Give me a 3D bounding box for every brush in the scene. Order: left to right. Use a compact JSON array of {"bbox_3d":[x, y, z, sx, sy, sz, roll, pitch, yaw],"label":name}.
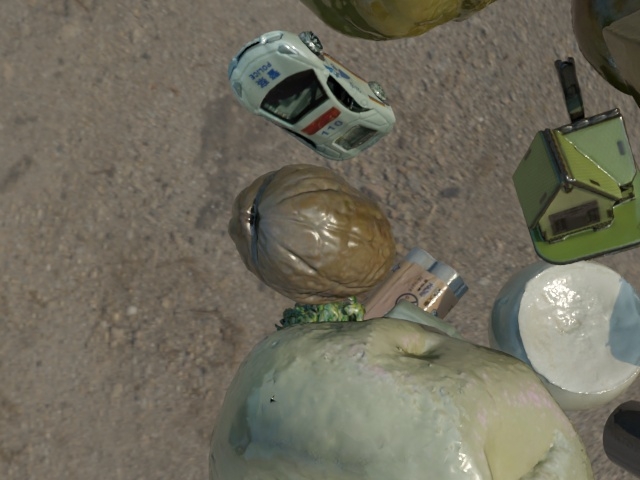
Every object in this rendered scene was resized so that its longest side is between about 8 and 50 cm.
[{"bbox_3d":[0.358,-0.133,0.879,0.059,0.123,0.197,-32,110,13],"label":"brush"}]

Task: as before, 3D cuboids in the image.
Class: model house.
[{"bbox_3d":[0.397,-0.130,1.381,0.205,0.278,0.218,-17,52,11],"label":"model house"}]

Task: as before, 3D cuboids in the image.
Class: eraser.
[{"bbox_3d":[0.168,0.159,1.951,0.171,0.087,0.290,34,74,33],"label":"eraser"}]

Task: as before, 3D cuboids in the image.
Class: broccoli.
[{"bbox_3d":[0.033,0.233,1.587,0.177,0.198,0.275,-50,51,43],"label":"broccoli"}]

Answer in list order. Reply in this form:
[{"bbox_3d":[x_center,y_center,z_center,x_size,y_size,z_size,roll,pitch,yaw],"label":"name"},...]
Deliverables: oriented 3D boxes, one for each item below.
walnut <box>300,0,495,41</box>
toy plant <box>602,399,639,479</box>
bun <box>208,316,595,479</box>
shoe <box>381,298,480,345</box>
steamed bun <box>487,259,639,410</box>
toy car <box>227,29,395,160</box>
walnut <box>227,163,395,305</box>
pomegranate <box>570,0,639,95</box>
[{"bbox_3d":[0.090,-0.332,0.802,0.253,0.282,0.277,-3,111,46],"label":"walnut"},{"bbox_3d":[0.731,0.413,1.692,0.279,0.185,0.400,-53,22,-10],"label":"toy plant"},{"bbox_3d":[0.055,0.155,0.605,0.273,0.273,0.168,3,46,25],"label":"bun"},{"bbox_3d":[0.113,0.131,1.232,0.251,0.103,0.100,5,81,-6],"label":"shoe"},{"bbox_3d":[0.503,0.191,1.834,0.324,0.206,0.324,1,77,-5],"label":"steamed bun"},{"bbox_3d":[-0.006,-0.136,0.874,0.095,0.205,0.056,-33,59,23],"label":"toy car"},{"bbox_3d":[0.000,-0.002,1.113,0.178,0.230,0.178,-19,60,37],"label":"walnut"},{"bbox_3d":[0.495,-0.324,1.171,0.323,0.291,0.290,-7,81,17],"label":"pomegranate"}]
